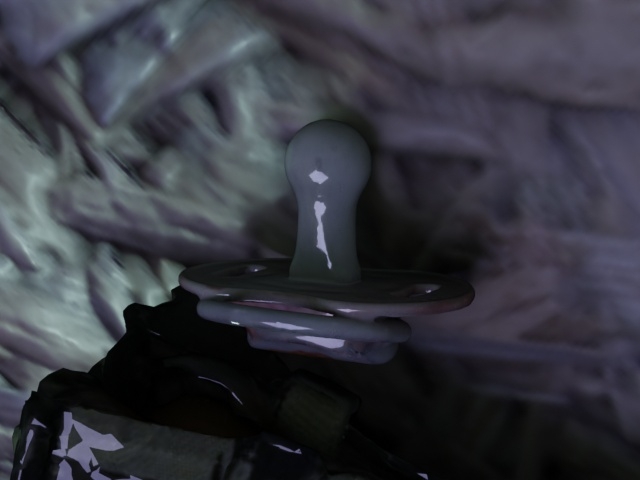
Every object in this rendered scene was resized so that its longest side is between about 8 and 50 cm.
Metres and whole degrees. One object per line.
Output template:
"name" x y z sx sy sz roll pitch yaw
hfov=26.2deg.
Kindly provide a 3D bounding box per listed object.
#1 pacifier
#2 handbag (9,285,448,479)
"pacifier" 0.000 0.000 0.442 0.099 0.081 0.078 7 97 25
"handbag" 0.028 0.207 0.514 0.325 0.162 0.327 18 124 15
